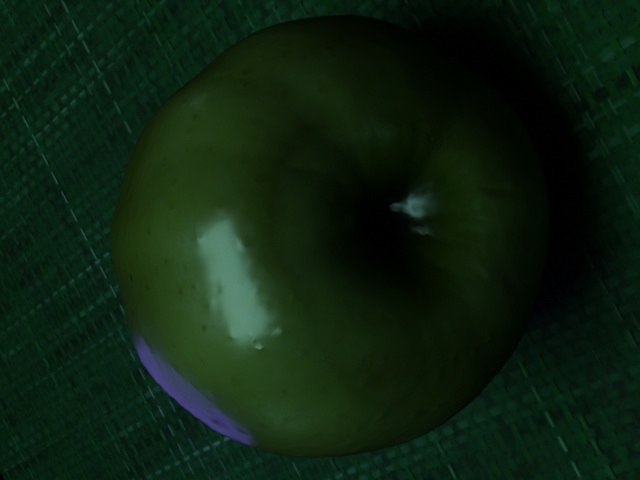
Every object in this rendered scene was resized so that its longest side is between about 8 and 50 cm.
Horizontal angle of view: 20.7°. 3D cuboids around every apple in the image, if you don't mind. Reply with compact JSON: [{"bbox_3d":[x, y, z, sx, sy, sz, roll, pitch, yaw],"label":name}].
[{"bbox_3d":[0.000,0.000,1.799,0.474,0.474,0.473,27,129,39],"label":"apple"}]
